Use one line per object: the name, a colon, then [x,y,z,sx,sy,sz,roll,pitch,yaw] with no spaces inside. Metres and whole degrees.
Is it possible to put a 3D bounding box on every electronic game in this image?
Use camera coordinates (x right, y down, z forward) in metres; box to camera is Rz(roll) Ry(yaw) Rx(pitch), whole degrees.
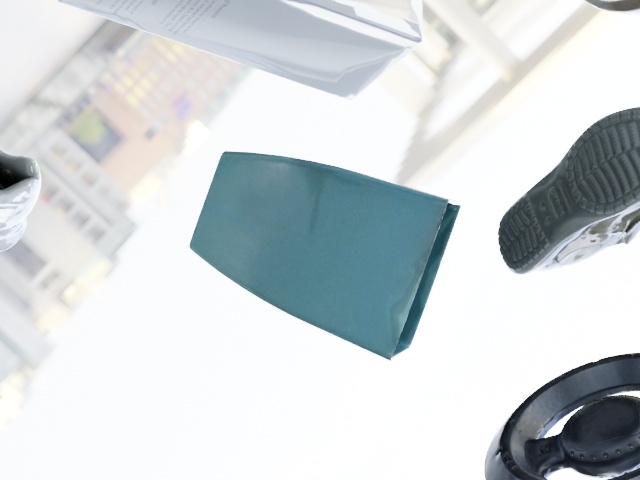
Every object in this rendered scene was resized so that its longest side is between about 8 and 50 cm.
electronic game: [0.249,0.169,1.453,0.229,0.048,0.229,-20,-156,10]

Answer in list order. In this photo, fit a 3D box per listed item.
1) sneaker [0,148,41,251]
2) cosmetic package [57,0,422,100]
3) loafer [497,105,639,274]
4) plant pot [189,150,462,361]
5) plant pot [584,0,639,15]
sneaker: [-0.407,-0.093,1.657,0.129,0.297,0.111,-43,-145,47]
cosmetic package: [-0.080,-0.309,1.814,0.155,0.365,0.197,-38,-135,51]
loafer: [0.270,-0.046,1.598,0.087,0.094,0.251,2,154,-36]
plant pot: [0.000,0.000,1.713,0.165,0.234,0.165,-1,111,-80]
plant pot: [0.202,-0.357,1.461,0.323,0.280,0.323,179,-90,-65]
